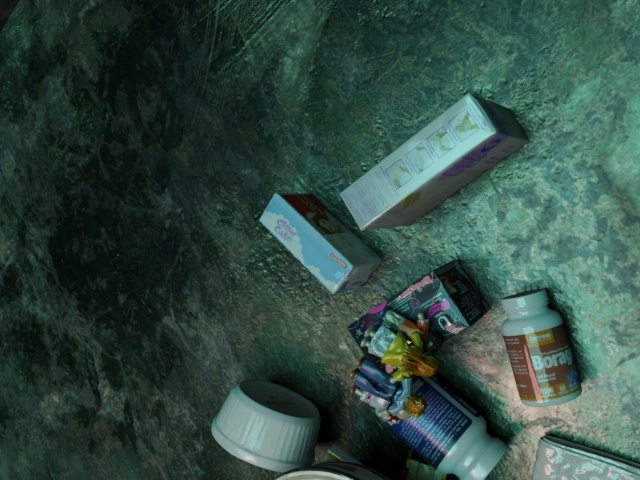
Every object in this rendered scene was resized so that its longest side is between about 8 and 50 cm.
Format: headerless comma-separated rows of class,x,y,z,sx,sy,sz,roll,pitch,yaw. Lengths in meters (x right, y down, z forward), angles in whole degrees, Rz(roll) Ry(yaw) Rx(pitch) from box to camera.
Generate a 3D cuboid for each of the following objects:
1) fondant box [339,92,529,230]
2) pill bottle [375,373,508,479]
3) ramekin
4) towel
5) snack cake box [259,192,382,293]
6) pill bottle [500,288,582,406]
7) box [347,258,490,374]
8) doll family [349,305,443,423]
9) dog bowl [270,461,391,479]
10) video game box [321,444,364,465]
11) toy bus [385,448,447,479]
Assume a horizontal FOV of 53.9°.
fondant box,0.234,-0.149,1.284,0.330,0.238,0.096,-38,74,29
pill bottle,0.262,0.405,1.365,0.265,0.153,0.153,39,113,24
ramekin,-0.124,0.446,1.554,0.273,0.273,0.127,21,93,29
towel,0.569,0.592,1.251,0.317,0.053,0.331,12,99,31
snack cake box,0.000,0.000,1.494,0.264,0.152,0.089,44,115,22
pill bottle,0.434,0.212,1.259,0.121,0.121,0.216,-17,86,32
box,0.215,0.172,1.369,0.247,0.163,0.142,-37,78,29
doll family,0.149,0.270,1.257,0.163,0.118,0.262,26,110,23
dog bowl,0.043,0.650,1.304,0.408,0.150,0.407,1,92,25
video game box,0.067,0.592,1.399,0.205,0.048,0.187,30,100,21
toy bus,0.226,0.577,1.427,0.202,0.104,0.191,-32,86,14
